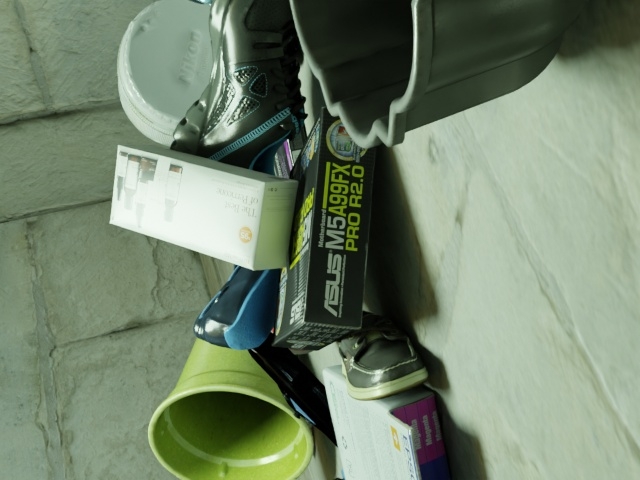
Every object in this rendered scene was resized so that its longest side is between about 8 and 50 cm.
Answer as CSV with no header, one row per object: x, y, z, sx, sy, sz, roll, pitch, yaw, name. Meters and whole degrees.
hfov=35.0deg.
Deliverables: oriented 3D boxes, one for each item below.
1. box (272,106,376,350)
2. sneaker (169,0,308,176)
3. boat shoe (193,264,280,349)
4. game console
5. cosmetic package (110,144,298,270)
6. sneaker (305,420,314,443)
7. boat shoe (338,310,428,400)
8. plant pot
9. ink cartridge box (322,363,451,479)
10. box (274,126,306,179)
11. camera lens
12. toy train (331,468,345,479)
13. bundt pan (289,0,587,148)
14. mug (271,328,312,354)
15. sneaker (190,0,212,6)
0.000,0.000,1.087,0.270,0.060,0.216,130,146,-77,box
-0.062,-0.193,1.178,0.140,0.125,0.340,31,124,17,sneaker
-0.074,0.035,1.257,0.258,0.089,0.109,-44,-54,-52,boat shoe
-0.008,0.239,1.437,0.213,0.044,0.361,44,170,16,game console
-0.138,-0.041,1.145,0.239,0.060,0.098,15,104,37,cosmetic package
-0.055,0.353,1.905,0.170,0.075,0.063,88,165,-46,sneaker
0.054,0.114,1.062,0.223,0.080,0.073,-168,61,-83,boat shoe
-0.139,0.258,1.771,0.254,0.276,0.276,-83,-8,-51,plant pot
0.101,0.309,1.079,0.330,0.071,0.324,-170,68,-75,ink cartridge box
-0.048,-0.141,1.429,0.162,0.029,0.116,-164,62,-79,box
-0.217,-0.269,1.644,0.274,0.219,0.219,176,82,-79,camera lens
0.041,0.391,1.469,0.184,0.080,0.105,135,112,-75,toy train
0.054,-0.221,0.556,0.331,0.124,0.330,167,90,-78,bundt pan
-0.051,0.069,1.480,0.169,0.113,0.150,-124,22,-55,mug
-0.107,-0.332,1.253,0.104,0.125,0.261,-163,61,-77,sneaker
